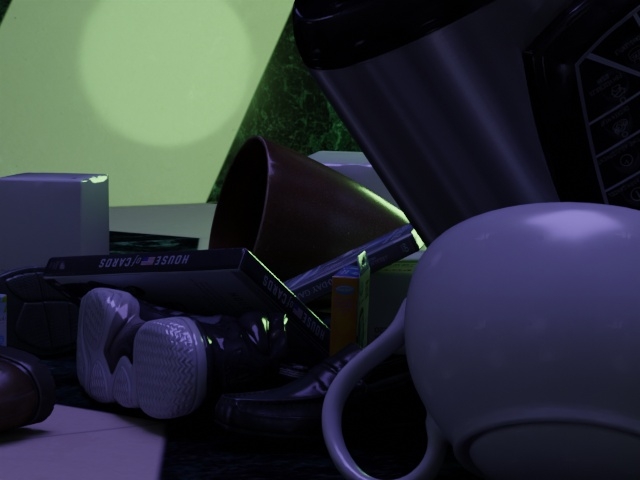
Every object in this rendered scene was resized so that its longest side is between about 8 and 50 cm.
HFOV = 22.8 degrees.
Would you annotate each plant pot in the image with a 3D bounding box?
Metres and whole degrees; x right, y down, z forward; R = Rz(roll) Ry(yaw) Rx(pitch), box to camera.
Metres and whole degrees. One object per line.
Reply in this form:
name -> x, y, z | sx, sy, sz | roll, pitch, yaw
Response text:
plant pot -> 0.000, 0.000, 2.009 | 0.230, 0.215, 0.215 | 14, 1, -19

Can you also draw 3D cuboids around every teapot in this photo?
teapot -> 0.166, 0.102, 1.091 | 0.252, 0.187, 0.256 | 18, -27, -20

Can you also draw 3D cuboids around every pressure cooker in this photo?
pressure cooker -> 0.227, -0.116, 1.312 | 0.369, 0.420, 0.375 | -18, 25, 39

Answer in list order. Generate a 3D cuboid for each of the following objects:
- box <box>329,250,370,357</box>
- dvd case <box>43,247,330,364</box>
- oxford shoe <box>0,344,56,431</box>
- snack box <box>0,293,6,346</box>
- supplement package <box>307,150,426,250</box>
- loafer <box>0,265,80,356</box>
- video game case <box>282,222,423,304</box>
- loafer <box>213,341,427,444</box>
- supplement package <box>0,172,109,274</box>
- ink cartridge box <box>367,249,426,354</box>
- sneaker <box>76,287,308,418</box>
box -> 0.026, 0.079, 1.433 | 0.028, 0.136, 0.081 | 1, 6, 8
dvd case -> -0.121, 0.066, 1.507 | 0.238, 0.030, 0.179 | -3, -33, 34
oxford shoe -> -0.341, 0.117, 1.325 | 0.227, 0.083, 0.096 | 2, 11, 28
snack box -> -0.347, 0.094, 1.442 | 0.141, 0.100, 0.037 | 5, 7, 32
supplement package -> 0.060, -0.034, 2.305 | 0.177, 0.175, 0.293 | 3, 6, 7
loafer -> -0.345, 0.079, 1.646 | 0.267, 0.096, 0.084 | -8, 4, -42
video game case -> -0.013, 0.048, 1.700 | 0.274, 0.026, 0.196 | -24, 2, 10
loafer -> 0.019, 0.122, 1.300 | 0.223, 0.078, 0.076 | -2, 6, -22
supplement package -> -0.305, 0.014, 1.813 | 0.105, 0.179, 0.105 | 2, 6, 12
ink cartridge box -> 0.136, 0.067, 1.772 | 0.158, 0.092, 0.218 | 1, 8, 9
sneaker -> -0.117, 0.103, 1.423 | 0.153, 0.101, 0.268 | 3, 5, -29
